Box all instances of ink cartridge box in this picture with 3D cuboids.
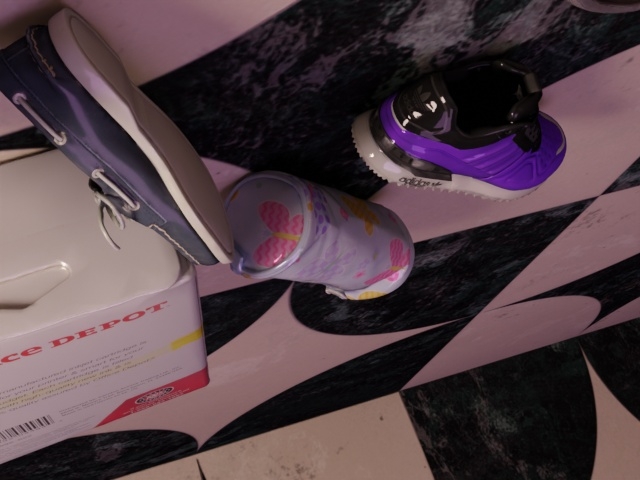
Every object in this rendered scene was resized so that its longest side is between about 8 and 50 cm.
[{"bbox_3d":[-0.266,0.073,1.052,0.279,0.160,0.384,-18,161,-12],"label":"ink cartridge box"}]

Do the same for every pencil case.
[{"bbox_3d":[0.000,0.000,1.208,0.124,0.113,0.273,-38,156,18],"label":"pencil case"}]

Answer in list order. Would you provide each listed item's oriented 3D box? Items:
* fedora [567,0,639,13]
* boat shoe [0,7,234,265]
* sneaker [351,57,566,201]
[{"bbox_3d":[0.260,-0.269,0.739,0.244,0.124,0.275,-15,169,-10],"label":"fedora"},{"bbox_3d":[-0.149,-0.059,0.819,0.079,0.095,0.254,-27,137,10],"label":"boat shoe"},{"bbox_3d":[0.183,-0.119,1.100,0.293,0.102,0.146,-3,153,-42],"label":"sneaker"}]
